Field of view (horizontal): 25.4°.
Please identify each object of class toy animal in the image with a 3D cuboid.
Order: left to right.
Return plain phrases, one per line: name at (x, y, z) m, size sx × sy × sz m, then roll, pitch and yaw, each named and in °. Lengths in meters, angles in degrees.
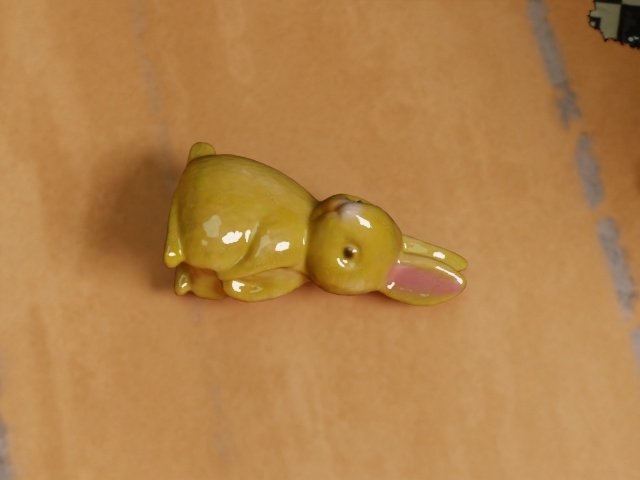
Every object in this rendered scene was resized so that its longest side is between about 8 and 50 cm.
toy animal at (0.000, -0.004, 0.752) m, size 0.159 × 0.070 × 0.083 m, roll 9°, pitch 69°, yaw 7°

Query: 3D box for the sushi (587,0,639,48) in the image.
sushi at (0.269, -0.189, 0.794) m, size 0.193 × 0.040 × 0.210 m, roll 16°, pitch 72°, yaw 15°
